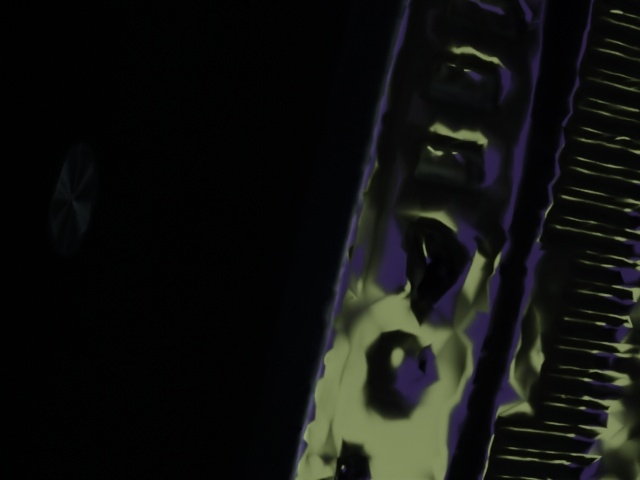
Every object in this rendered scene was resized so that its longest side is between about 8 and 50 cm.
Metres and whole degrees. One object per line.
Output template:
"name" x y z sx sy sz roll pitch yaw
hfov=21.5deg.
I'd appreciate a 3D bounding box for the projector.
"projector" 0.000 0.000 0.751 0.242 0.405 0.395 11 95 -31
